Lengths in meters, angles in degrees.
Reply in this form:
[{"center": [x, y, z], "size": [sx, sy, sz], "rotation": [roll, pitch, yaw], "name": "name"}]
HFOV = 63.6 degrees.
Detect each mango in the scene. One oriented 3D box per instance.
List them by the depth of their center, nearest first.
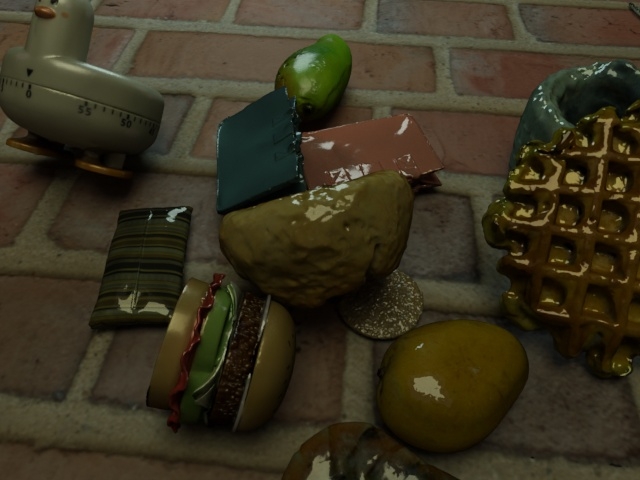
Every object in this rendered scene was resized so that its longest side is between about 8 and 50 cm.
[{"center": [0.150, 0.154, 0.571], "size": [0.195, 0.098, 0.137], "rotation": [-10, 50, -26], "name": "mango"}, {"center": [-0.012, -0.296, 0.932], "size": [0.125, 0.111, 0.233], "rotation": [15, 52, 2], "name": "mango"}]

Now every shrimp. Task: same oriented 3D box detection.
[{"center": [0.090, 0.290, 0.485], "size": [0.295, 0.058, 0.169], "rotation": [21, 58, 22], "name": "shrimp"}]

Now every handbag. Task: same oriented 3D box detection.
[{"center": [-0.091, -0.131, 0.785], "size": [0.144, 0.057, 0.221], "rotation": [-26, 46, 22], "name": "handbag"}, {"center": [0.070, -0.122, 0.821], "size": [0.212, 0.059, 0.157], "rotation": [-13, 51, -9], "name": "handbag"}]

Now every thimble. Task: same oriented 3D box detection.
[{"center": [0.402, -0.150, 0.776], "size": [0.204, 0.172, 0.250], "rotation": [8, 52, 8], "name": "thimble"}]

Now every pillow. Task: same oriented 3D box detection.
[{"center": [-0.239, 0.027, 0.705], "size": [0.113, 0.038, 0.204], "rotation": [-3, 50, -3], "name": "pillow"}]

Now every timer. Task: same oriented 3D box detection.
[{"center": [-0.356, -0.234, 0.785], "size": [0.233, 0.233, 0.240], "rotation": [16, 96, 13], "name": "timer"}]

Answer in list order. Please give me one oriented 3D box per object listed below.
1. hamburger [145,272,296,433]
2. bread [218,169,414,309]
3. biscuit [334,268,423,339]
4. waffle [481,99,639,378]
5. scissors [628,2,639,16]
[{"center": [-0.096, 0.123, 0.551], "size": [0.136, 0.175, 0.175], "rotation": [15, 50, -6], "name": "hamburger"}, {"center": [0.000, 0.000, 0.635], "size": [0.244, 0.244, 0.134], "rotation": [-19, 94, -16], "name": "bread"}, {"center": [0.078, 0.078, 0.682], "size": [0.120, 0.015, 0.120], "rotation": [0, 50, -1], "name": "biscuit"}, {"center": [0.354, -0.008, 0.618], "size": [0.324, 0.068, 0.302], "rotation": [-33, 83, 3], "name": "waffle"}, {"center": [0.759, -0.453, 1.130], "size": [0.109, 0.022, 0.300], "rotation": [-3, 50, -8], "name": "scissors"}]
